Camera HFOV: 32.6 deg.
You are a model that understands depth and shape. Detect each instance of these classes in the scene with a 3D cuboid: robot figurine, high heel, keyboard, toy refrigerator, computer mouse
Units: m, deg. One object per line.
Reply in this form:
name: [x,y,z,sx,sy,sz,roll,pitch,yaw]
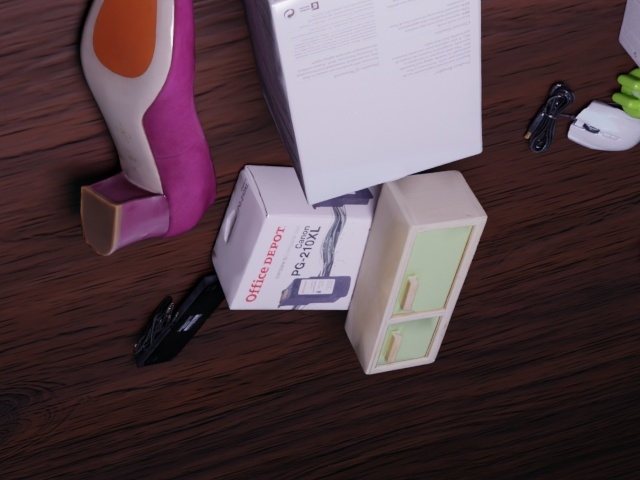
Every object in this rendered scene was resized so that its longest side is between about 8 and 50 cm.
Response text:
robot figurine: [0.436,-0.188,1.413,0.115,0.067,0.101,3,110,-26]
high heel: [-0.162,-0.164,1.186,0.181,0.127,0.377,-28,147,-47]
keyboard: [-0.194,0.101,1.493,0.100,0.038,0.192,-5,142,-54]
toy refrigerator: [0.114,0.047,1.357,0.102,0.094,0.269,-7,138,-21]
computer mouse: [0.366,-0.151,1.442,0.193,0.042,0.106,3,133,-26]

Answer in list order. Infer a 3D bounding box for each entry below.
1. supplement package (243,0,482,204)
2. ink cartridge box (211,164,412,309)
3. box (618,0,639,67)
supplement package: [0.036,-0.215,1.107,0.199,0.198,0.263,-17,139,-6]
ink cartridge box: [0.000,0.000,1.402,0.237,0.100,0.172,1,134,-26]
box: [0.442,-0.288,1.287,0.130,0.091,0.170,-14,139,-9]
